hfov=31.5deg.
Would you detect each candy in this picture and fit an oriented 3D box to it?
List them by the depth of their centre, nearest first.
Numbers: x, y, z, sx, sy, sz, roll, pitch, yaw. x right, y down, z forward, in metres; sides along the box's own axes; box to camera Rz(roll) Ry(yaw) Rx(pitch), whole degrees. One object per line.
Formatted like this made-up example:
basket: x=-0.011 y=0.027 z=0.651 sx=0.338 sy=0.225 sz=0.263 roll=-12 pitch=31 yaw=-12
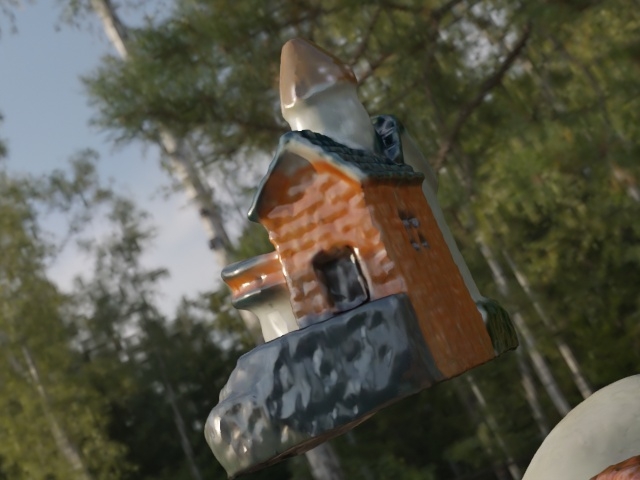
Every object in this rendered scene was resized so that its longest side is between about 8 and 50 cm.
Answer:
candy: x=0.464 y=0.396 z=1.695 sx=0.427 sy=0.386 sz=0.186 roll=-42 pitch=-50 yaw=10

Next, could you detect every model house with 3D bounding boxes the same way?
model house: x=0.000 y=0.000 z=0.870 sx=0.190 sy=0.301 sz=0.271 roll=-22 pitch=-8 yaw=24

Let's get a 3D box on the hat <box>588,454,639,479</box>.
hat: x=0.397 y=0.340 z=0.936 sx=0.400 sy=0.285 sz=0.285 roll=18 pitch=-32 yaw=-6
